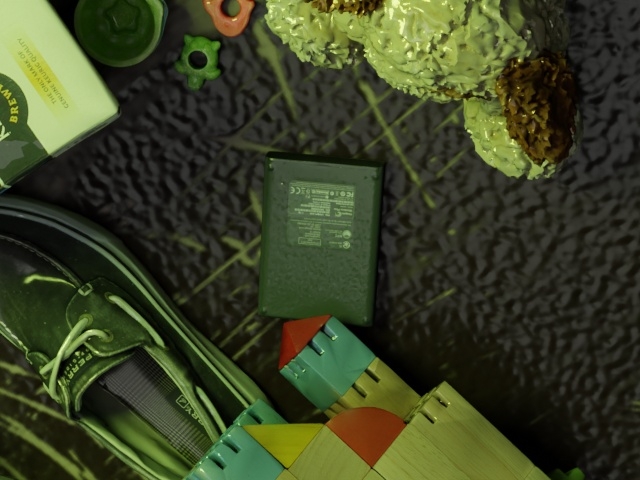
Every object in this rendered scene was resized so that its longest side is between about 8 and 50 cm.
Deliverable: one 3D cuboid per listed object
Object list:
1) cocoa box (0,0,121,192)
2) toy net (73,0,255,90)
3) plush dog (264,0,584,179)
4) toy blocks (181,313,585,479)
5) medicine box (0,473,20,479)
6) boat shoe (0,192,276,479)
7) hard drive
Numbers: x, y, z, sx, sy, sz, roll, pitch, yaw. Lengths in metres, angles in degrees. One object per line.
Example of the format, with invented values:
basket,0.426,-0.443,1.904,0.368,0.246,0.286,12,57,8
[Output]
cocoa box,-0.336,-0.177,1.355,0.228,0.231,0.347,-35,102,-3
toy net,-0.094,-0.229,1.432,0.122,0.045,0.232,25,110,-1
plush dog,0.099,-0.163,1.331,0.262,0.225,0.210,30,110,-2
toy blocks,0.004,0.225,1.428,0.261,0.381,0.191,43,152,-1
medicine box,-0.200,0.361,1.557,0.289,0.149,0.263,18,93,2
boat shoe,-0.168,0.086,1.508,0.335,0.119,0.121,37,109,-6
hard drive,0.000,0.000,1.508,0.094,0.022,0.135,5,109,6
